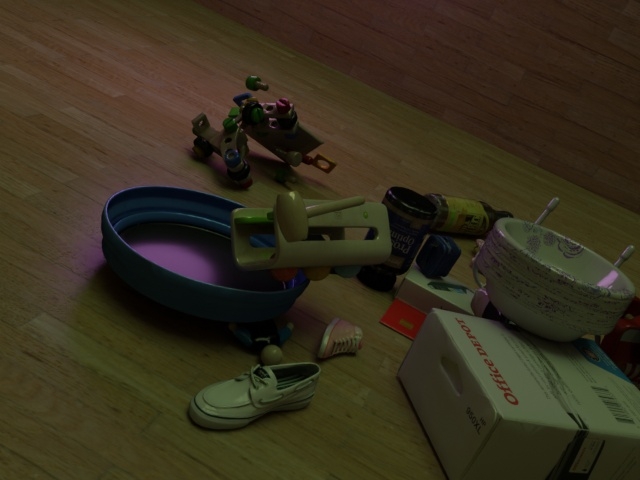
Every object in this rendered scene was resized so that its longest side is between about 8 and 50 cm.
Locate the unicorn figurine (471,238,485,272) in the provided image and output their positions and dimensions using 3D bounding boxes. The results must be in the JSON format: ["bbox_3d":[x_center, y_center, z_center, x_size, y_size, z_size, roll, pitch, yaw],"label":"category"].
[{"bbox_3d":[0.466,0.042,1.988,0.111,0.060,0.162,33,25,18],"label":"unicorn figurine"}]

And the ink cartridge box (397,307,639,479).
[{"bbox_3d":[0.372,0.290,1.261,0.395,0.166,0.285,13,26,-23],"label":"ink cartridge box"}]

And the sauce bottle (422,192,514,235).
[{"bbox_3d":[0.442,-0.072,2.137,0.344,0.111,0.111,4,30,-34],"label":"sauce bottle"}]

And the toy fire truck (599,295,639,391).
[{"bbox_3d":[0.689,0.261,1.507,0.302,0.253,0.169,10,21,-26],"label":"toy fire truck"}]

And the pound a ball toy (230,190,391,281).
[{"bbox_3d":[0.000,0.000,1.212,0.319,0.135,0.208,-1,-5,-45],"label":"pound a ball toy"}]

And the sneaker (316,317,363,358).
[{"bbox_3d":[0.041,0.186,1.315,0.070,0.051,0.134,23,19,10],"label":"sneaker"}]

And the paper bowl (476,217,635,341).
[{"bbox_3d":[0.433,0.084,1.367,0.284,0.148,0.284,19,23,-9],"label":"paper bowl"}]

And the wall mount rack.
[{"bbox_3d":[0.536,0.091,1.649,0.130,0.304,0.350,-17,46,-41],"label":"wall mount rack"}]

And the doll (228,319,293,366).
[{"bbox_3d":[-0.107,0.150,1.260,0.129,0.046,0.189,8,28,-29],"label":"doll"}]

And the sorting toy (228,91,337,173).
[{"bbox_3d":[-0.102,-0.300,1.997,0.348,0.196,0.047,35,60,-22],"label":"sorting toy"}]

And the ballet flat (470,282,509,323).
[{"bbox_3d":[0.376,0.137,1.526,0.096,0.095,0.280,24,20,21],"label":"ballet flat"}]

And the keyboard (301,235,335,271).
[{"bbox_3d":[-0.017,0.017,1.649,0.108,0.023,0.180,13,25,-37],"label":"keyboard"}]

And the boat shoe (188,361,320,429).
[{"bbox_3d":[-0.096,0.221,1.088,0.226,0.075,0.083,-4,36,-46],"label":"boat shoe"}]

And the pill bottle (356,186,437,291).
[{"bbox_3d":[0.163,0.000,1.603,0.123,0.219,0.123,19,24,-9],"label":"pill bottle"}]

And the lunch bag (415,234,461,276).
[{"bbox_3d":[0.265,0.033,1.617,0.065,0.098,0.067,3,36,-37],"label":"lunch bag"}]

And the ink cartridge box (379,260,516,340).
[{"bbox_3d":[0.301,0.174,1.562,0.296,0.066,0.261,28,24,10],"label":"ink cartridge box"}]

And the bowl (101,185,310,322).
[{"bbox_3d":[-0.206,0.020,1.307,0.391,0.077,0.391,18,22,-8],"label":"bowl"}]

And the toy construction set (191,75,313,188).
[{"bbox_3d":[-0.193,-0.273,1.889,0.237,0.257,0.309,25,0,34],"label":"toy construction set"}]
